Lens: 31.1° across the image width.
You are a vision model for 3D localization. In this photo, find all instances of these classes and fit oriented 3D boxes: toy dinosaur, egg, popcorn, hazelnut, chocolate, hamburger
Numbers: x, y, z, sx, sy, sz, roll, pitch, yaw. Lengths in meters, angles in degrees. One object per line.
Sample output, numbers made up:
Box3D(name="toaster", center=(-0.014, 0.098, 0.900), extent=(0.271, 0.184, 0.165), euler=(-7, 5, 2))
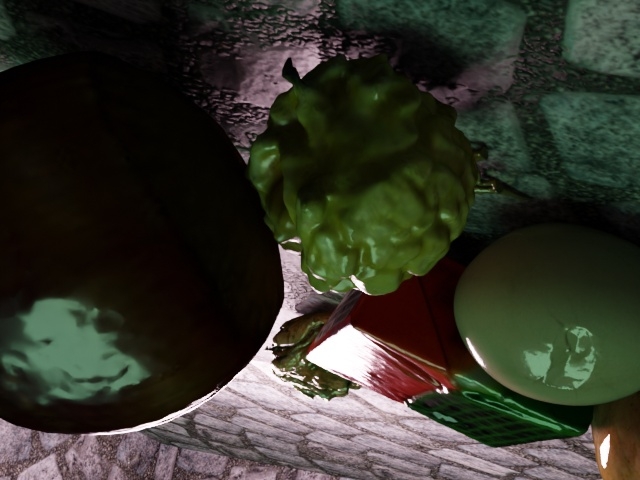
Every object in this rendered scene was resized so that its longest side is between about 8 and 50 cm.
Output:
Box3D(name="toy dinosaur", center=(0.155, -0.072, 1.331), extent=(0.126, 0.039, 0.162), euler=(3, 164, 35))
Box3D(name="egg", center=(0.294, 0.088, 1.371), extent=(0.269, 0.219, 0.219), euler=(2, 159, 4))
Box3D(name="popcorn", center=(0.035, -0.071, 1.140), extent=(0.249, 0.249, 0.225), euler=(4, 149, 31))
Box3D(name="hazelnut", center=(-0.253, 0.015, 1.221), extent=(0.421, 0.421, 0.353), euler=(30, -175, -33))
Box3D(name="chocolate", center=(0.185, 0.155, 1.623), extent=(0.341, 0.161, 0.360), euler=(26, 164, -4))
Box3D(name="hamburger", center=(0.010, 0.190, 2.061), extent=(0.183, 0.130, 0.206), euler=(27, 139, -31))

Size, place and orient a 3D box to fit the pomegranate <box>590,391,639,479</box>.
Box3D(name="pomegranate", center=(0.497, 0.225, 1.460), extent=(0.338, 0.338, 0.338), euler=(15, 160, 5))
